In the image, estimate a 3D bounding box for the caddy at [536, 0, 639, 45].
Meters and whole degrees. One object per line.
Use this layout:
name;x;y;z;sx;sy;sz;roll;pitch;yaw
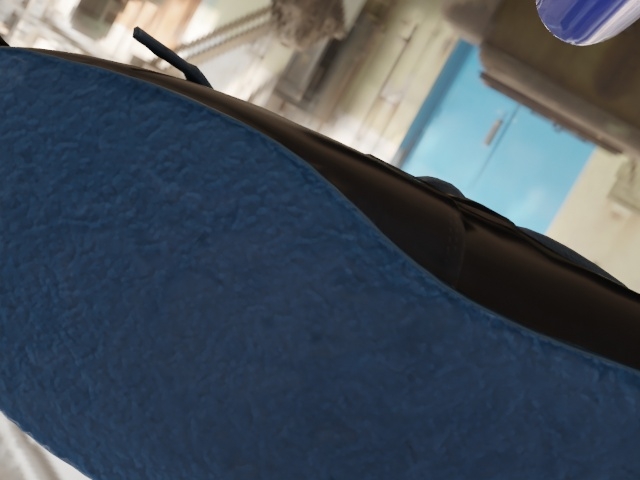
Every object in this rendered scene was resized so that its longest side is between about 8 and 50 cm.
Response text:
caddy;0.225;-0.322;0.901;0.241;0.341;0.179;30;153;-6

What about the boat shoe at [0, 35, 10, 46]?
boat shoe;-0.295;-0.139;1.017;0.302;0.091;0.114;48;-163;-18

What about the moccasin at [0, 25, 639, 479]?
moccasin;0.019;0.044;0.380;0.342;0.137;0.117;29;-167;3
